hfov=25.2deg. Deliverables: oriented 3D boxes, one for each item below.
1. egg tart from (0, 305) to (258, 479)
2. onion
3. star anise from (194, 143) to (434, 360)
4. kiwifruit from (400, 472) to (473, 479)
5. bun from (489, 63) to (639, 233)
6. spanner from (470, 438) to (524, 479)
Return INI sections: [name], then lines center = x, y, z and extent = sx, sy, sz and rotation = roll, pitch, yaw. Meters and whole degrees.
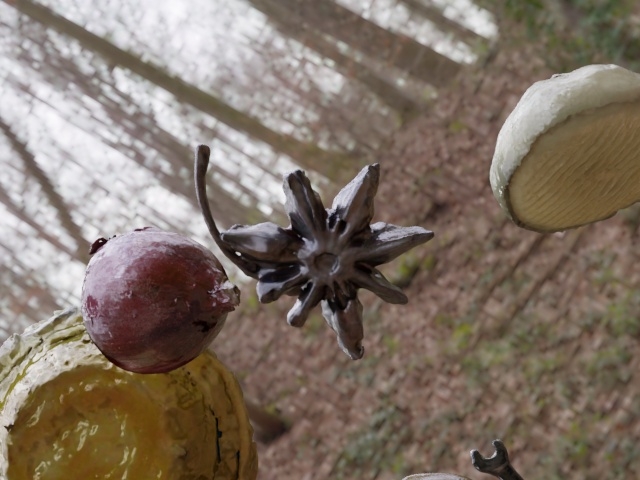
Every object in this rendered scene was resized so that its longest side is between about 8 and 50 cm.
[egg tart]
center = -0.268, 0.256, 1.783
extent = 0.388, 0.388, 0.169
rotation = -58, -2, -5
[onion]
center = -0.159, 0.063, 1.528
extent = 0.159, 0.195, 0.159
rotation = 14, -106, -56
[star anise]
center = 0.000, 0.000, 2.073
extent = 0.139, 0.315, 0.359
rotation = -136, 32, -77
[kiwifruit]
center = 0.141, 0.313, 1.701
extent = 0.075, 0.124, 0.075
rotation = 13, -105, -59
[bun]
center = 0.348, -0.136, 1.913
extent = 0.287, 0.146, 0.287
rotation = -12, -31, -7
[spanner]
center = 0.297, 0.360, 1.880
extent = 0.054, 0.254, 0.015
rotation = -44, -11, -6
